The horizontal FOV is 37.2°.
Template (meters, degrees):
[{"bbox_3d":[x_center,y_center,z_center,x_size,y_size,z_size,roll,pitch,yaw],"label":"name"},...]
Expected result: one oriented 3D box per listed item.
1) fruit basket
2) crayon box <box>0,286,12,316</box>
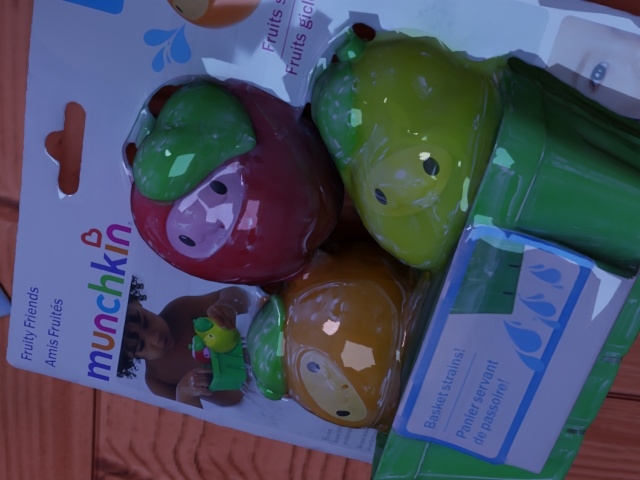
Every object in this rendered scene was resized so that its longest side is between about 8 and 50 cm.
[{"bbox_3d":[0.000,0.000,0.524,0.353,0.165,0.327,14,120,-4],"label":"fruit basket"},{"bbox_3d":[-0.386,0.045,0.579,0.323,0.083,0.203,-22,119,5],"label":"crayon box"}]
